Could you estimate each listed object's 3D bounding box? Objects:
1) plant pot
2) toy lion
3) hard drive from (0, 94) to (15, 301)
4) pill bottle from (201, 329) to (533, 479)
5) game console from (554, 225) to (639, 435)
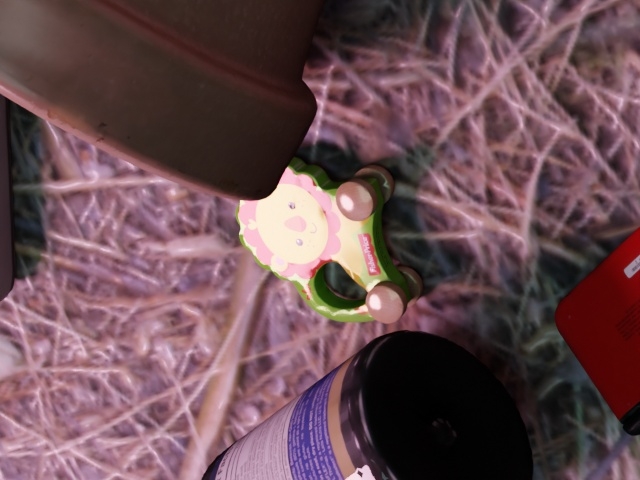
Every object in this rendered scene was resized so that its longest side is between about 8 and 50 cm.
[{"bbox_3d":[-0.075,-0.180,0.812,0.263,0.263,0.229,35,100,4],"label":"plant pot"},{"bbox_3d":[0.000,0.000,0.960,0.096,0.034,0.100,-8,108,30],"label":"toy lion"},{"bbox_3d":[-0.337,-0.078,1.038,0.308,0.040,0.203,8,113,15],"label":"hard drive"},{"bbox_3d":[0.006,0.149,0.953,0.123,0.123,0.219,47,131,-3],"label":"pill bottle"},{"bbox_3d":[0.220,0.043,0.906,0.144,0.085,0.124,-47,59,28],"label":"game console"}]
